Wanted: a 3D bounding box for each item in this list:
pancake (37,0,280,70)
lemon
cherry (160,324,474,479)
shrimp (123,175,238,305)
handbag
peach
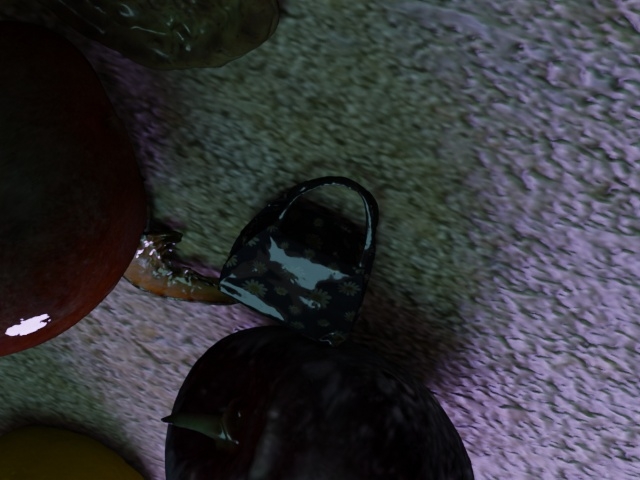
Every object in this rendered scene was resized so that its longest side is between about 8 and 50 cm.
[{"bbox_3d":[-0.135,-0.201,1.294,0.235,0.029,0.212,25,144,5],"label":"pancake"},{"bbox_3d":[-0.285,0.324,1.857,0.240,0.219,0.240,20,142,16],"label":"lemon"},{"bbox_3d":[-0.006,0.188,1.517,0.296,0.218,0.255,36,161,-32],"label":"cherry"},{"bbox_3d":[-0.112,-0.006,1.507,0.148,0.035,0.195,17,146,14],"label":"shrimp"},{"bbox_3d":[0.000,0.000,1.433,0.115,0.072,0.139,28,130,-4],"label":"handbag"},{"bbox_3d":[-0.249,-0.040,1.370,0.252,0.252,0.252,17,142,13],"label":"peach"}]
